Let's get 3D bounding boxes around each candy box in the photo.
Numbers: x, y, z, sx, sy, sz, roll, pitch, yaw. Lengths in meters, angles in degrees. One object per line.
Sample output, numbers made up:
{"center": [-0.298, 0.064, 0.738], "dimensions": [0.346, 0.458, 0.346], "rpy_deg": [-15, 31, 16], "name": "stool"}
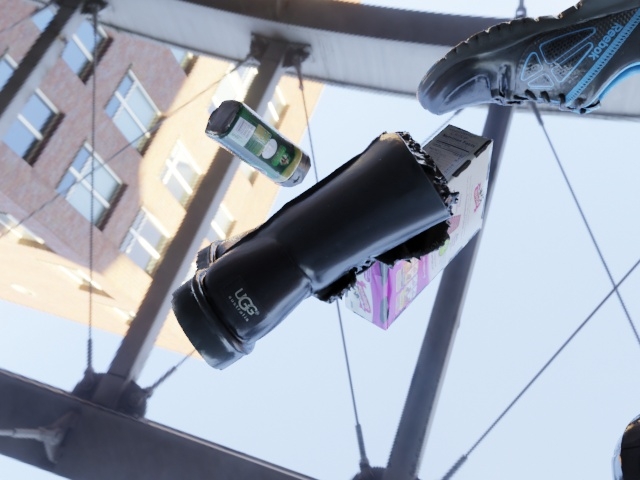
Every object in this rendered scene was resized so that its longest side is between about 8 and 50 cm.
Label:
{"center": [0.124, -0.021, 0.797], "dimensions": [0.071, 0.159, 0.233], "rpy_deg": [29, -126, 31], "name": "candy box"}

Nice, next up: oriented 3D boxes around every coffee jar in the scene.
{"center": [-0.104, -0.165, 1.090], "dimensions": [0.096, 0.184, 0.079], "rpy_deg": [23, -99, 52], "name": "coffee jar"}

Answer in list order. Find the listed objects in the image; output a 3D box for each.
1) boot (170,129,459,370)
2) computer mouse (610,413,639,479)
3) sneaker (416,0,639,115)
{"center": [0.000, 0.000, 0.510], "dimensions": [0.207, 0.246, 0.094], "rpy_deg": [-32, -85, 2], "name": "boot"}
{"center": [0.259, 0.167, 0.338], "dimensions": [0.262, 0.060, 0.184], "rpy_deg": [-5, -120, -33], "name": "computer mouse"}
{"center": [0.285, -0.216, 0.795], "dimensions": [0.341, 0.125, 0.139], "rpy_deg": [-17, -89, 32], "name": "sneaker"}
